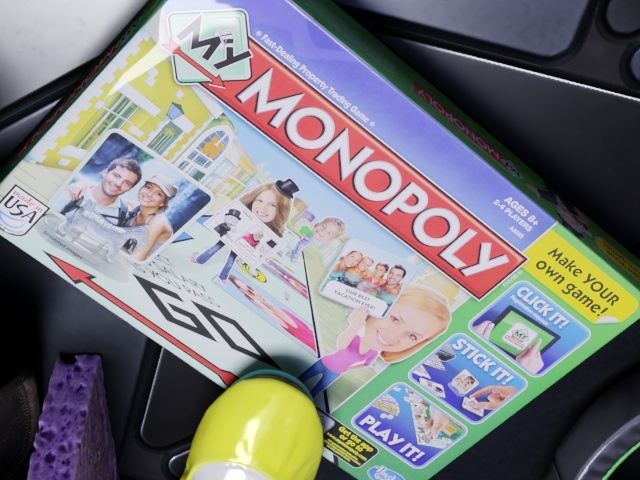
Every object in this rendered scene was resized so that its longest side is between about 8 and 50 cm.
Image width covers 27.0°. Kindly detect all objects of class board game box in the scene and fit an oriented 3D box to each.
[{"bbox_3d":[0.000,0.000,0.745,0.317,0.046,0.213,37,118,-21],"label":"board game box"}]

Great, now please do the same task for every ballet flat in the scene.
[{"bbox_3d":[-0.058,0.169,0.807,0.077,0.077,0.231,22,137,-7],"label":"ballet flat"}]

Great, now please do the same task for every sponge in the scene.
[{"bbox_3d":[-0.145,0.188,0.832,0.031,0.117,0.210,-2,124,0],"label":"sponge"}]

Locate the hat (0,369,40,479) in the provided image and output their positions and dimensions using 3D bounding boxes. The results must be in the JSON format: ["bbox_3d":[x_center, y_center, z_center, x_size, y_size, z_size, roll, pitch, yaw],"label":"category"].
[{"bbox_3d":[-0.241,0.220,0.726,0.134,0.331,0.331,46,118,9],"label":"hat"}]

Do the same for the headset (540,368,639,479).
[{"bbox_3d":[0.239,0.259,0.828,0.243,0.185,0.394,12,112,-6],"label":"headset"}]
